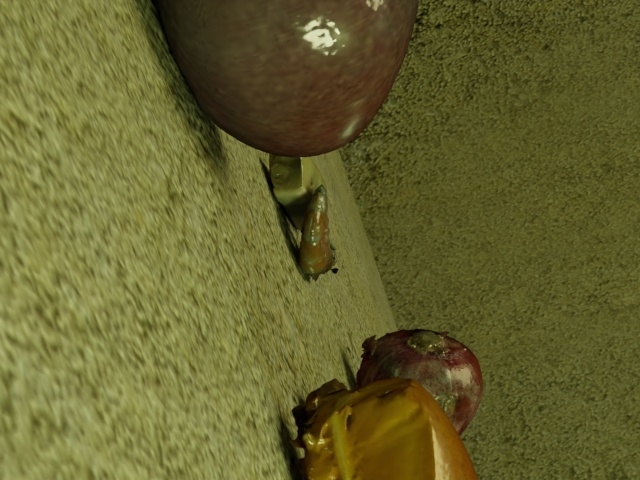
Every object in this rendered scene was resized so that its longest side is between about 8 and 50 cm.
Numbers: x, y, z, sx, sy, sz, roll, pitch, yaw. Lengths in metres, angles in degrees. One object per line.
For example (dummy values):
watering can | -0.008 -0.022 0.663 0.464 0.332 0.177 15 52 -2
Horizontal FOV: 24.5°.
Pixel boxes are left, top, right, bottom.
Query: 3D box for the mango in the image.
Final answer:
mango | 0.062 0.222 1.080 0.154 0.126 0.252 16 55 -71

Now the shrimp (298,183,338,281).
shrimp | 0.000 0.000 1.713 0.190 0.042 0.101 82 18 -71

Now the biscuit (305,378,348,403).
biscuit | 0.027 0.199 1.268 0.170 0.050 0.170 62 5 -9

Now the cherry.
cherry | -0.027 -0.201 1.245 0.307 0.221 0.261 86 0 -48

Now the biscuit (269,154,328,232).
biscuit | -0.024 -0.056 1.735 0.188 0.052 0.056 57 31 -72

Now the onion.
onion | 0.124 0.207 1.858 0.159 0.159 0.195 -101 -169 -64
